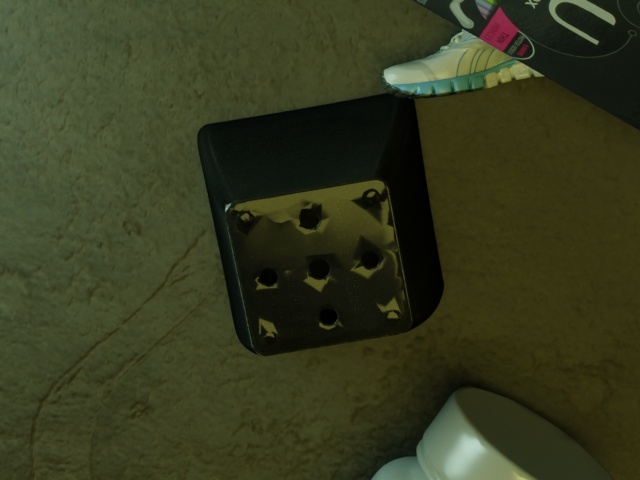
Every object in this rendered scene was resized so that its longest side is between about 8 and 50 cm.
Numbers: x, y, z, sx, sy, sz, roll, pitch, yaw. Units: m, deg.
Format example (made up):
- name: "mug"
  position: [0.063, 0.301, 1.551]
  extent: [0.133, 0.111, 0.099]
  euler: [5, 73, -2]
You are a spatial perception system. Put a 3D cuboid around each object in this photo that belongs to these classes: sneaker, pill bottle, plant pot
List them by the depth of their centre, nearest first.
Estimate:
- name: "plant pot"
  position: [0.000, 0.000, 1.200]
  extent: [0.187, 0.167, 0.188]
  euler: [-9, 107, 4]
- name: "sneaker"
  position: [0.138, -0.165, 1.207]
  extent: [0.191, 0.071, 0.083]
  euler: [-13, 99, -4]
- name: "pill bottle"
  position: [0.089, 0.318, 1.272]
  extent: [0.204, 0.204, 0.361]
  euler: [30, 105, -8]

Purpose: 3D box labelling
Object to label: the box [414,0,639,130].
- name: "box"
  position: [0.227, -0.204, 1.101]
  extent: [0.270, 0.165, 0.143]
  euler: [29, 65, -1]
